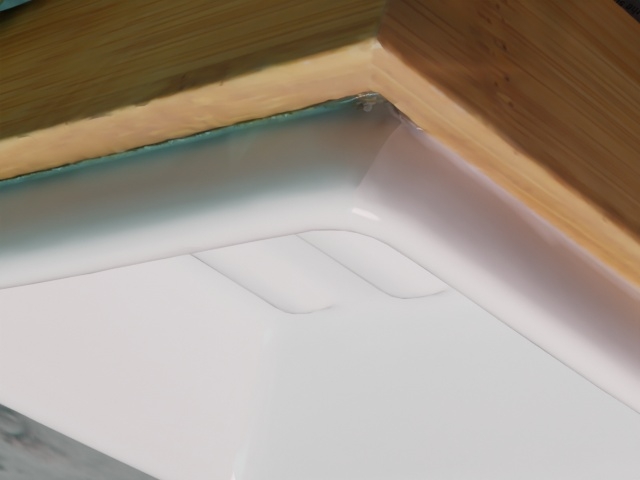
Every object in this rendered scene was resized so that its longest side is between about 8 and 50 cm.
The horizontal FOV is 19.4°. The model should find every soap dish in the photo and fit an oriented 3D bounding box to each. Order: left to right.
[{"bbox_3d":[0.000,0.000,0.592,0.229,0.118,0.290,32,153,-35],"label":"soap dish"}]

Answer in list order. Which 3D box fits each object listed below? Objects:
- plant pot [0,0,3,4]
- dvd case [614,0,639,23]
[{"bbox_3d":[-0.162,-0.131,0.590,0.134,0.095,0.134,7,99,44],"label":"plant pot"},{"bbox_3d":[0.051,-0.130,0.493,0.179,0.030,0.238,23,148,-15],"label":"dvd case"}]
